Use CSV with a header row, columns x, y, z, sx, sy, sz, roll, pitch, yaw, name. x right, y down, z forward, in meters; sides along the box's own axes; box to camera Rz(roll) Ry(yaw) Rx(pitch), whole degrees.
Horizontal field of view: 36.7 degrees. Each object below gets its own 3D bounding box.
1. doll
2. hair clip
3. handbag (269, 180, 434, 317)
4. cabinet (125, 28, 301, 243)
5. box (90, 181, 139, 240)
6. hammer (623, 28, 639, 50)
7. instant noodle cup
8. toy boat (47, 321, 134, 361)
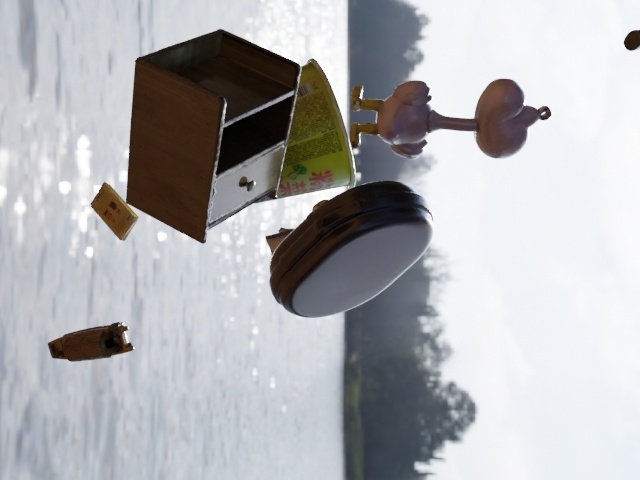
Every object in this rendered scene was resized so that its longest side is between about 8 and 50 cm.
x,y,z,sx,sy,sz,roll,pitch,yaw,name
0.237,-0.218,1.740,0.094,0.365,0.160,-100,-172,-54,doll
0.002,0.002,1.890,0.071,0.218,0.159,-48,120,-44,hair clip
0.046,0.015,1.601,0.308,0.254,0.093,-45,-124,33,handbag
-0.142,-0.140,1.288,0.175,0.148,0.215,-35,145,-49,cabinet
-0.499,-0.071,2.332,0.020,0.149,0.073,10,120,-55,box
0.812,-0.471,2.169,0.044,0.440,0.168,42,-51,31,hammer
-0.076,-0.221,2.096,0.311,0.221,0.311,163,-90,-84,instant noodle cup
-0.482,0.216,2.001,0.088,0.226,0.068,-29,106,-58,toy boat
